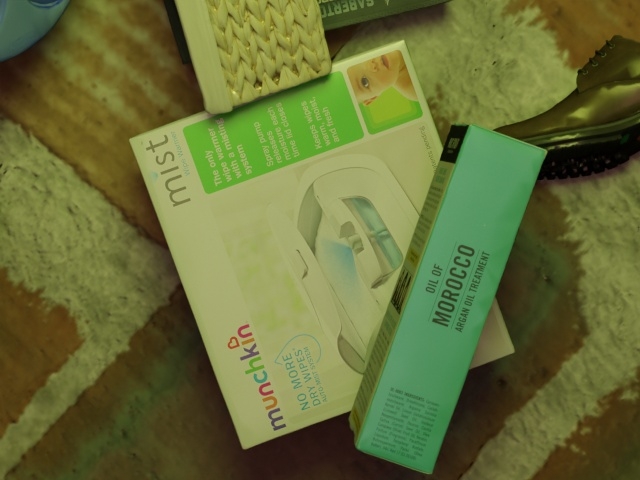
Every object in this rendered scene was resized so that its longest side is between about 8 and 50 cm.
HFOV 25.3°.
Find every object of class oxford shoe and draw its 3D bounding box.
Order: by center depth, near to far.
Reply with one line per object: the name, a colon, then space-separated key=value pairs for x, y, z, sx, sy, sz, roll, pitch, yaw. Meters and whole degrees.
oxford shoe: x=0.234 y=-0.113 z=1.171 sx=0.227 sy=0.083 sz=0.096 roll=-18 pitch=71 yaw=4

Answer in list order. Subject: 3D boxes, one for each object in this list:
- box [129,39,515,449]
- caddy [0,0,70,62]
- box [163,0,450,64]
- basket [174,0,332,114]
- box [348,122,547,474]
box: x=0.000 y=0.000 z=1.150 sx=0.231 sy=0.127 sz=0.262 roll=-19 pitch=94 yaw=0
caddy: x=-0.303 y=-0.293 z=1.041 sx=0.241 sy=0.179 sz=0.341 roll=-40 pitch=123 yaw=-38
box: x=-0.023 y=-0.254 z=1.128 sx=0.232 sy=0.059 sz=0.183 roll=-13 pitch=122 yaw=3
basket: x=-0.059 y=-0.197 z=1.058 sx=0.103 sy=0.113 sz=0.167 roll=-14 pitch=124 yaw=1
box: x=0.089 y=0.038 z=1.041 sx=0.060 sy=0.100 sz=0.244 roll=19 pitch=94 yaw=-3
